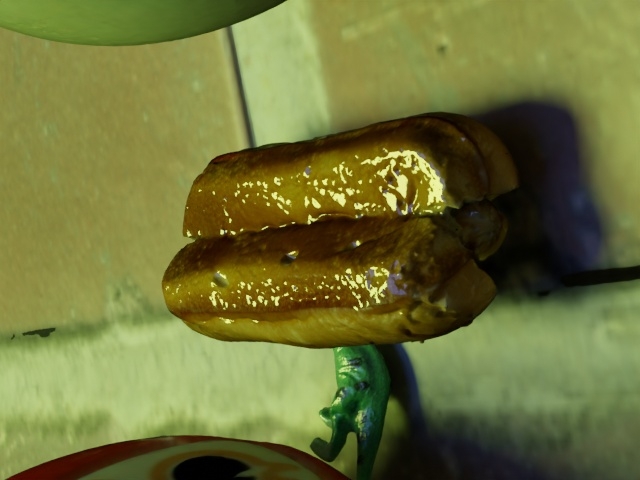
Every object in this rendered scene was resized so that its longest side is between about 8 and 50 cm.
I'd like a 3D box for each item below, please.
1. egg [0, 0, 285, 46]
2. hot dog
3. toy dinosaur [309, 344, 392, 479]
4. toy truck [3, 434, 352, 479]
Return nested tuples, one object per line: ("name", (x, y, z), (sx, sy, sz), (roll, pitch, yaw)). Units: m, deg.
("egg", (-0.049, -0.151, 0.458), (0.253, 0.186, 0.187), (-30, 74, 57))
("hot dog", (0.000, 0.000, 0.543), (0.165, 0.045, 0.071), (-7, 70, 57))
("toy dinosaur", (0.017, 0.047, 0.568), (0.083, 0.021, 0.062), (55, 127, 35))
("toy truck", (-0.008, 0.159, 0.486), (0.265, 0.189, 0.239), (55, 137, 12))
